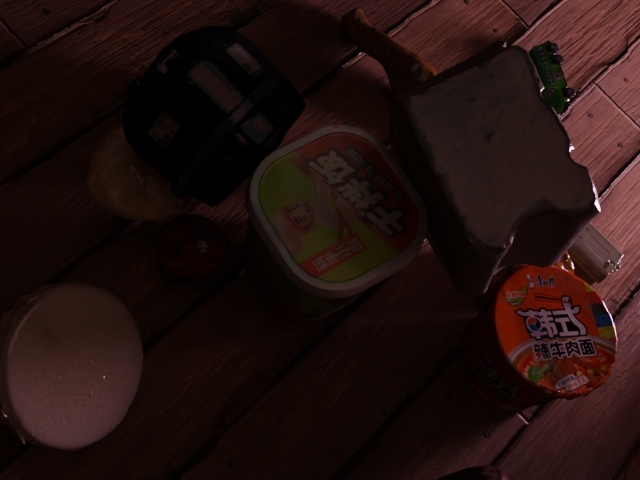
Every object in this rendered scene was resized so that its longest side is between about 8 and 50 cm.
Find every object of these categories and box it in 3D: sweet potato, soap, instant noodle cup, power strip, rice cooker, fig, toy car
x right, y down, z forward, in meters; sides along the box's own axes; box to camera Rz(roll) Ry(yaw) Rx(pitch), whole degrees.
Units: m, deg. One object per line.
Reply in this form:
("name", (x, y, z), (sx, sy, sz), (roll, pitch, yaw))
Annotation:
("sweet potato", (0.182, -0.340, 2.074), (0.385, 0.109, 0.109), (45, 59, 5))
("soap", (0.258, -0.113, 1.615), (0.213, 0.435, 0.350), (-22, 80, -1))
("instant noodle cup", (0.383, 0.193, 1.836), (0.250, 0.192, 0.250), (8, 63, -16))
("power strip", (0.512, -0.027, 2.084), (0.268, 0.034, 0.092), (44, 59, 4))
("instant noodle cup", (0.000, 0.000, 1.705), (0.294, 0.308, 0.294), (4, 67, -11))
("rice cooker", (-0.175, -0.202, 1.599), (0.224, 0.267, 0.267), (43, 58, -2))
("fig", (-0.222, 0.017, 1.748), (0.128, 0.150, 0.128), (0, 82, -1))
("toy car", (0.509, -0.359, 2.227), (0.062, 0.071, 0.165), (-10, 69, -9))

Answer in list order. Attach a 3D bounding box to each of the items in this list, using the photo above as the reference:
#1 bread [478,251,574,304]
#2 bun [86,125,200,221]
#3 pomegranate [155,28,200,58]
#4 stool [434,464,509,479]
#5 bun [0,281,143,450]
("bread", (0.376, 0.035, 1.935), (0.149, 0.158, 0.143), (-3, 62, -21))
("bun", (-0.296, -0.131, 1.735), (0.220, 0.134, 0.220), (4, 33, -2))
("pomegranate", (-0.177, -0.282, 1.850), (0.276, 0.204, 0.222), (-7, 48, -29))
("stool", (0.208, 0.495, 1.598), (0.272, 0.272, 0.178), (-29, 91, -30))
("bun", (-0.425, 0.188, 1.560), (0.263, 0.175, 0.263), (-4, 95, -47))
